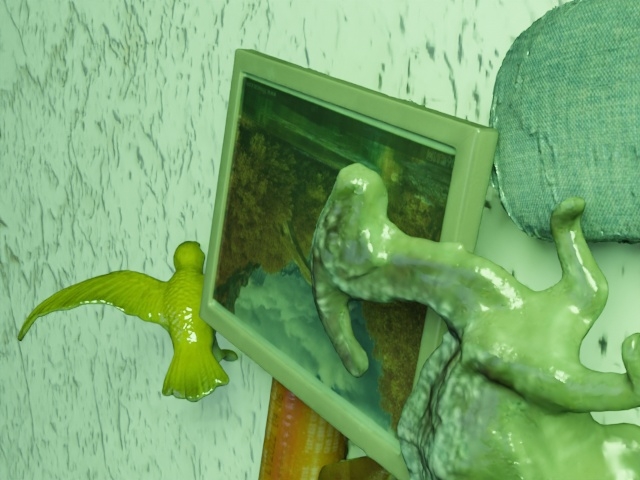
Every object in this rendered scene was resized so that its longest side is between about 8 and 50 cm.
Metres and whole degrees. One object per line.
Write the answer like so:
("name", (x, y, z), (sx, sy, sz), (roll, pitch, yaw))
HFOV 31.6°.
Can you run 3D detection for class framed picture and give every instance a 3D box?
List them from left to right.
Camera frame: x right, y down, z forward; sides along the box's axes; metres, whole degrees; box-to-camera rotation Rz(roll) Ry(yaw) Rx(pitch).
("framed picture", (0.000, 0.000, 0.632), (0.250, 0.016, 0.184), (32, 116, 55))

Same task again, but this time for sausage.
("sausage", (-0.004, 0.089, 0.708), (0.053, 0.053, 0.347), (27, 113, 54))

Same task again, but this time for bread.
("bread", (0.026, 0.153, 0.671), (0.062, 0.043, 0.108), (43, 127, 46))

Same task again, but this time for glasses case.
("glasses case", (0.164, -0.053, 0.428), (0.282, 0.067, 0.109), (-3, 85, 59))

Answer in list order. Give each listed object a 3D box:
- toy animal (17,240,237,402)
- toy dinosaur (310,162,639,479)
("toy animal", (-0.100, 0.053, 0.832), (0.155, 0.219, 0.095), (-69, -35, -78))
("toy dinosaur", (0.096, 0.093, 0.485), (0.162, 0.077, 0.294), (-25, 83, 47))
